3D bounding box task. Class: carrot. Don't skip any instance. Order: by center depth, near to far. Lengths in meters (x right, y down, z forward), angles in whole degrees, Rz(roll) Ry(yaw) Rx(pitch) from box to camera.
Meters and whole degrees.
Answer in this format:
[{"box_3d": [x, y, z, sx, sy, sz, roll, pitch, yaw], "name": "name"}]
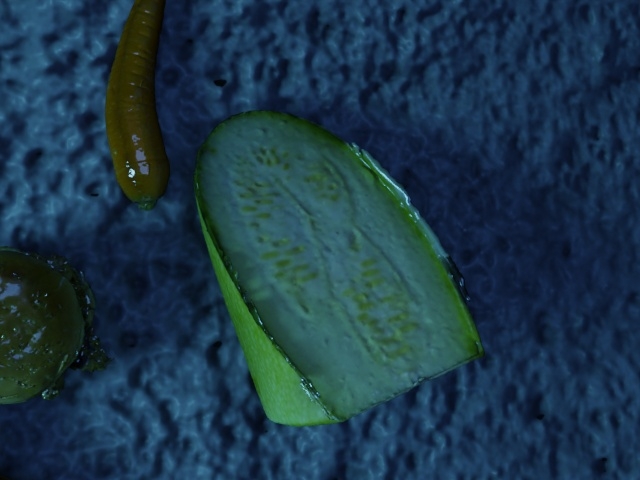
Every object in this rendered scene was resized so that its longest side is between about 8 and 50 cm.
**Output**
[{"box_3d": [-0.199, -0.165, 0.878, 0.066, 0.062, 0.271, -8, 81, 17], "name": "carrot"}]

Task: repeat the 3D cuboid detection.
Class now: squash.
[{"box_3d": [0.000, 0.000, 0.838, 0.234, 0.210, 0.308, -18, 94, -28], "name": "squash"}]

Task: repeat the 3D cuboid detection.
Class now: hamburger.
[{"box_3d": [-0.289, 0.085, 0.788, 0.185, 0.131, 0.159, 25, 82, -16], "name": "hamburger"}]

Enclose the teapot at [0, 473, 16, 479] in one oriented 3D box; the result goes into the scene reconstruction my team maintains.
[{"box_3d": [-0.383, 0.217, 0.748, 0.252, 0.135, 0.178, 20, 83, -12], "name": "teapot"}]
